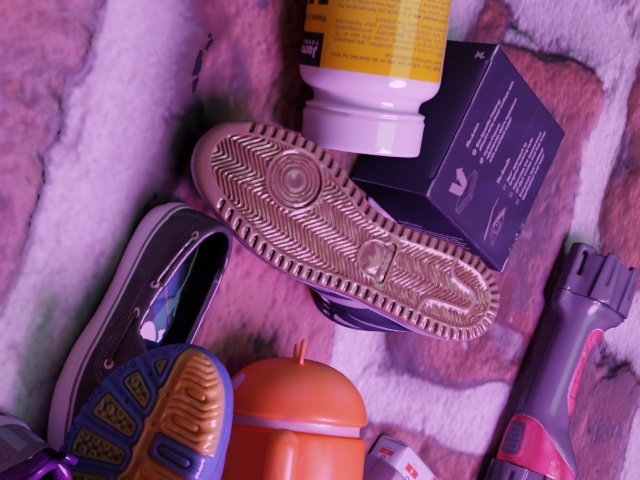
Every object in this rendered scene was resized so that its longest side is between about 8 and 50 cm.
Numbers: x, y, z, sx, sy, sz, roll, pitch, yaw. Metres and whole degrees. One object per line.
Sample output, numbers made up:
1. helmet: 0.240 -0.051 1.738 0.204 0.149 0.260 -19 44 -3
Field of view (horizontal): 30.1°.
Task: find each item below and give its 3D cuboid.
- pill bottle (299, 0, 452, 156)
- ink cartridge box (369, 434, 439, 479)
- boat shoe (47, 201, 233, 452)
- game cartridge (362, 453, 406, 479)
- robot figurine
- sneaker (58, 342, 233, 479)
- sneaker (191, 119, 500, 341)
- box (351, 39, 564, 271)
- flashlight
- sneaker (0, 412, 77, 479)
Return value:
1. pill bottle: 0.046 -0.177 0.964 0.119 0.119 0.209 -1 102 -48
2. ink cartridge box: 0.060 0.304 1.176 0.179 0.045 0.145 -58 135 -22
3. boat shoe: -0.126 0.083 0.882 0.080 0.076 0.228 36 74 -47
4. game cartridge: -0.009 0.395 1.097 0.355 0.068 0.230 -48 137 -18
5. robot figurine: -0.029 0.191 0.973 0.158 0.128 0.219 15 78 -50
6. sneaker: -0.121 0.205 0.858 0.131 0.112 0.296 0 115 -58
7. sneaker: 0.000 0.000 0.993 0.282 0.153 0.099 31 79 -19
8. box: 0.131 -0.079 1.105 0.158 0.093 0.156 41 71 -47
9. flashlight: 0.277 0.164 1.334 0.103 0.103 0.304 60 53 -70
10. sneaker: -0.230 0.232 0.795 0.083 0.098 0.224 16 89 -49
